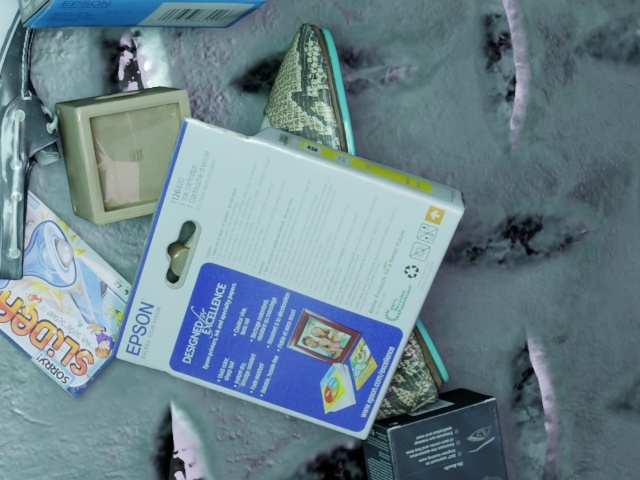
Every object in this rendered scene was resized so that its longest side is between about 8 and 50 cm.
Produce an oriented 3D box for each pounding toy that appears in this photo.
[{"bbox_3d":[-0.184,-0.065,1.280,0.181,0.094,0.206,-14,106,-27],"label":"pounding toy"}]

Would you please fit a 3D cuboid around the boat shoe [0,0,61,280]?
[{"bbox_3d":[-0.319,-0.108,1.186,0.102,0.108,0.301,10,81,-8],"label":"boat shoe"}]

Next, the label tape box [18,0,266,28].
[{"bbox_3d":[-0.206,-0.396,1.194,0.240,0.106,0.334,-7,85,-32],"label":"label tape box"}]

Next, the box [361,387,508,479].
[{"bbox_3d":[0.144,0.284,1.432,0.156,0.093,0.158,-12,96,-23],"label":"box"}]

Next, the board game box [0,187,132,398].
[{"bbox_3d":[-0.300,0.058,1.261,0.201,0.035,0.136,45,75,-19],"label":"board game box"}]

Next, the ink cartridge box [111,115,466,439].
[{"bbox_3d":[-0.040,0.039,1.249,0.307,0.072,0.304,20,113,-3],"label":"ink cartridge box"}]

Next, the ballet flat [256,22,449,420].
[{"bbox_3d":[0.000,0.000,1.336,0.182,0.164,0.483,-20,103,-3],"label":"ballet flat"}]
